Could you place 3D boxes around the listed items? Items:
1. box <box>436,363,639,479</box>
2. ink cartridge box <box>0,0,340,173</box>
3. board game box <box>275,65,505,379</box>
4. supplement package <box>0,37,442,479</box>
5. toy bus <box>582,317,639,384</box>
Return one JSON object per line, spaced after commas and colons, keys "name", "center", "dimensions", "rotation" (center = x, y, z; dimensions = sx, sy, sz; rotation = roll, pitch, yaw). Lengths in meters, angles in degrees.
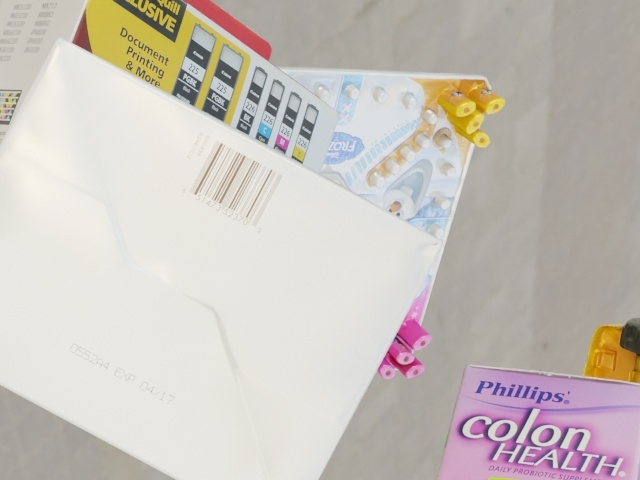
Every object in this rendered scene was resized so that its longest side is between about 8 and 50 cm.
{"name": "box", "center": [0.128, 0.239, 0.886], "dimensions": [0.213, 0.117, 0.243], "rotation": [79, 22, -44]}
{"name": "ink cartridge box", "center": [-0.138, -0.120, 1.269], "dimensions": [0.309, 0.130, 0.271], "rotation": [31, 72, -45]}
{"name": "board game box", "center": [0.000, 0.000, 1.621], "dimensions": [0.390, 0.050, 0.390], "rotation": [-3, 118, -34]}
{"name": "supplement package", "center": [-0.086, 0.027, 0.927], "dimensions": [0.204, 0.262, 0.145], "rotation": [-62, 180, 0]}
{"name": "toy bus", "center": [0.386, 0.147, 1.391], "dimensions": [0.211, 0.220, 0.149], "rotation": [-13, 111, -54]}
